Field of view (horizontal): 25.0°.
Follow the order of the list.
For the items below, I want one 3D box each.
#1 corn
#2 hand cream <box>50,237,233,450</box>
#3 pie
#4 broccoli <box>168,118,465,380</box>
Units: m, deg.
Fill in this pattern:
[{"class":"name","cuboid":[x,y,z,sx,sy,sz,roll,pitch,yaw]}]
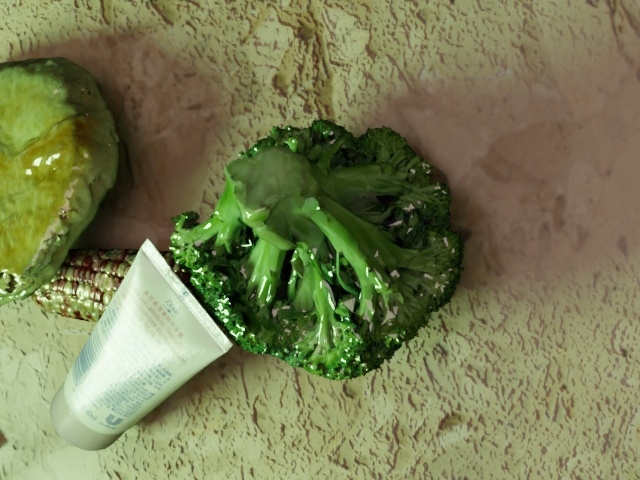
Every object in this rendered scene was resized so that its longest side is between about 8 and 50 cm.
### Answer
[{"class":"corn","cuboid":[-0.199,0.050,1.500,0.253,0.086,0.086,3,90,20]},{"class":"hand cream","cuboid":[-0.188,0.114,1.445,0.133,0.083,0.248,51,130,8]},{"class":"pie","cuboid":[-0.336,-0.061,1.525,0.306,0.071,0.306,-12,68,30]},{"class":"broccoli","cuboid":[0.000,0.000,1.357,0.261,0.241,0.269,-32,50,0]}]
